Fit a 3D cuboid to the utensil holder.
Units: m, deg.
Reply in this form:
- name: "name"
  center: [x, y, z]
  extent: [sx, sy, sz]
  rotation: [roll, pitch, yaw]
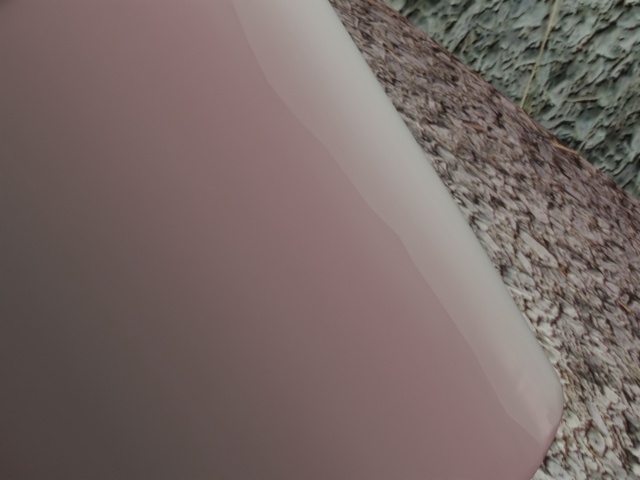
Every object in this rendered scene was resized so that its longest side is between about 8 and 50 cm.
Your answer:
- name: "utensil holder"
  center: [-0.098, 0.004, 1.033]
  extent: [0.385, 0.328, 0.327]
  rotation: [57, 12, -14]
